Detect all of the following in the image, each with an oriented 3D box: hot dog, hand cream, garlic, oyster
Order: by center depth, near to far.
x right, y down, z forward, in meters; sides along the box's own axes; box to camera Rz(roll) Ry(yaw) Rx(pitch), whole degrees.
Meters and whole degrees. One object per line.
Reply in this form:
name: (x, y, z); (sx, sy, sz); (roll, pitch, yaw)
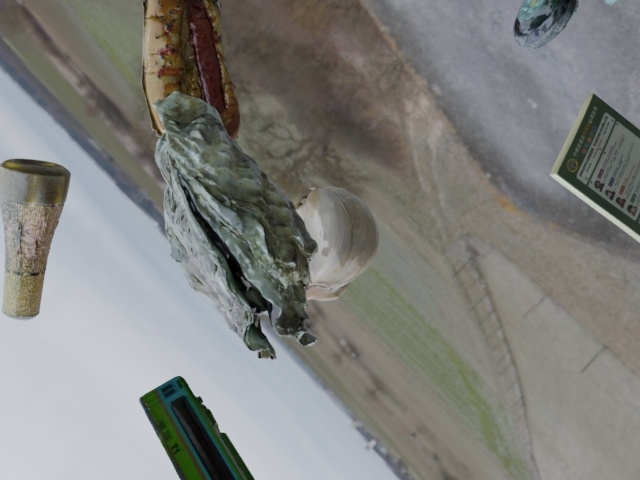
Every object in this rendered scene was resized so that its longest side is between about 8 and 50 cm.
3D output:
oyster: (-0.081, -0.002, 0.750); (0.198, 0.112, 0.267); (38, 151, 40)
hand cream: (-0.362, 0.002, 0.949); (0.084, 0.203, 0.084); (8, -169, -2)
hot dog: (-0.174, -0.233, 1.006); (0.069, 0.131, 0.252); (-1, 97, 55)
garlic: (0.015, -0.005, 1.424); (0.281, 0.185, 0.203); (75, -176, -70)

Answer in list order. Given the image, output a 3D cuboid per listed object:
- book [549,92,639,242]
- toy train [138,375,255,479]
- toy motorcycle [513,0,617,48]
book: (0.605, -0.143, 1.544); (0.264, 0.202, 0.027); (33, 165, -15)
toy train: (-0.059, 0.173, 0.502); (0.209, 0.042, 0.044); (45, 160, 43)
toy motorcycle: (0.321, -0.330, 0.791); (0.109, 0.198, 0.296); (27, 150, -22)
